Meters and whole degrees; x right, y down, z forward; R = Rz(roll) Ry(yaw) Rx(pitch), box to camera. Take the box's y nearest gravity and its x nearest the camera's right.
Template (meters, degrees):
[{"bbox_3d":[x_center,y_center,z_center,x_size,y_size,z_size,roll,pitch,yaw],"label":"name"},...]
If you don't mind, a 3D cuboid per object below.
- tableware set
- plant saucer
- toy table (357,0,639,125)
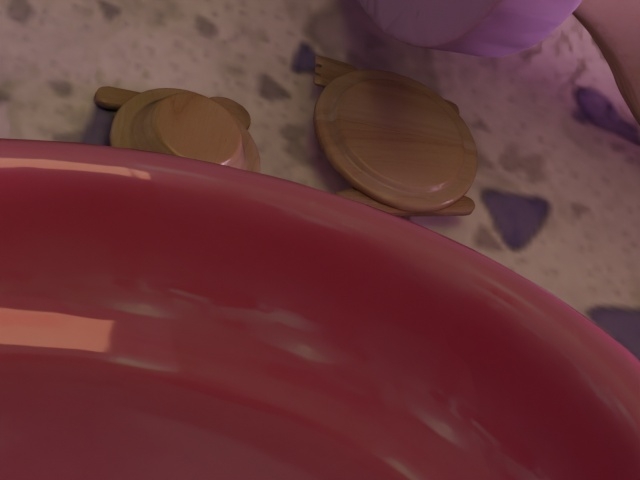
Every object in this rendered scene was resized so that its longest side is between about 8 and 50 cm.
[{"bbox_3d":[0.000,0.000,0.681,0.141,0.020,0.168,4,54,-25],"label":"tableware set"},{"bbox_3d":[-0.066,0.078,0.482,0.332,0.084,0.332,8,27,-4],"label":"plant saucer"},{"bbox_3d":[0.109,-0.149,0.711,0.161,0.252,0.274,6,31,-17],"label":"toy table"}]
